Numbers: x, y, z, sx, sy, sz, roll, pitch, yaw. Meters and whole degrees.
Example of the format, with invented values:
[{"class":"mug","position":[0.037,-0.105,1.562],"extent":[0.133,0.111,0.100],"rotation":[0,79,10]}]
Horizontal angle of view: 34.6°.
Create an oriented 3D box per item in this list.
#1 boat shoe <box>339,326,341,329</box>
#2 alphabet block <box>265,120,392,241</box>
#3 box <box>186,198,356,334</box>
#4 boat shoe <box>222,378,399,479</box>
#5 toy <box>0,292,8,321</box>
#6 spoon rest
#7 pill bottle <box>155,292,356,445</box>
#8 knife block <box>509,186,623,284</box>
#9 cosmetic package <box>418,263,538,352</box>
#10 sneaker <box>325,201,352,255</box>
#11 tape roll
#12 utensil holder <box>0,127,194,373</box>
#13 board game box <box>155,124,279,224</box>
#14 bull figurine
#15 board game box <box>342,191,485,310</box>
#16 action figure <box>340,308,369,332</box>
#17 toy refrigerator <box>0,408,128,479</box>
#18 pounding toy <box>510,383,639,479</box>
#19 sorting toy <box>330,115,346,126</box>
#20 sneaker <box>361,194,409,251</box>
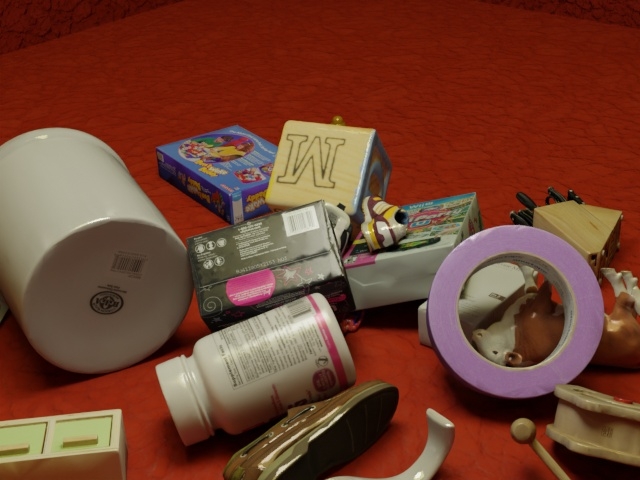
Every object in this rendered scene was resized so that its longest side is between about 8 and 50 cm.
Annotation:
[{"class":"boat shoe","position":[-0.026,0.184,1.767],"extent":[0.075,0.065,0.206],"rotation":[16,33,31]},{"class":"alphabet block","position":[0.021,-0.119,2.136],"extent":[0.197,0.192,0.193],"rotation":[8,71,18]},{"class":"box","position":[-0.083,0.057,1.755],"extent":[0.247,0.142,0.163],"rotation":[-16,59,2]},{"class":"boat shoe","position":[-0.011,0.283,1.530],"extent":[0.104,0.110,0.307],"rotation":[24,37,38]},{"class":"toy","position":[-0.662,0.118,1.921],"extent":[0.137,0.056,0.237],"rotation":[39,23,-18]},{"class":"spoon rest","position":[0.079,0.351,1.451],"extent":[0.276,0.084,0.137],"rotation":[-32,37,-22]},{"class":"pill bottle","position":[-0.101,0.204,1.599],"extent":[0.283,0.160,0.160],"rotation":[-21,31,-7]},{"class":"knife block","position":[0.476,-0.015,2.082],"extent":[0.242,0.088,0.276],"rotation":[11,31,25]},{"class":"cosmetic package","position":[0.286,0.118,1.848],"extent":[0.117,0.085,0.231],"rotation":[17,35,34]},{"class":"sneaker","position":[0.000,0.000,1.955],"extent":[0.094,0.153,0.235],"rotation":[29,-7,-5]},{"class":"tape roll","position":[0.309,0.117,1.652],"extent":[0.275,0.275,0.090],"rotation":[0,-10,4]},{"class":"utensil holder","position":[-0.438,0.016,1.856],"extent":[0.327,0.327,0.385],"rotation":[-15,33,-23]},{"class":"board game box","position":[-0.202,-0.163,2.423],"extent":[0.233,0.078,0.347],"rotation":[-20,33,-30]},{"class":"bull figurine","position":[0.408,0.135,1.738],"extent":[0.310,0.188,0.101],"rotation":[5,-3,-2]},{"class":"board game box","position":[0.178,0.017,1.942],"extent":[0.224,0.097,0.303],"rotation":[-11,16,19]},{"class":"action figure","position":[0.063,0.137,1.891],"extent":[0.038,0.030,0.115],"rotation":[14,34,19]},{"class":"toy refrigerator","position":[-0.425,0.321,1.510],"extent":[0.269,0.094,0.102],"rotation":[-5,28,-5]},{"class":"pounding toy","position":[0.408,0.303,1.507],"extent":[0.269,0.155,0.154],"rotation":[12,1,7]},{"class":"sorting toy","position":[0.046,-0.188,2.402],"extent":[0.127,0.126,0.365],"rotation":[-2,27,0]},{"class":"sneaker","position":[0.124,-0.038,1.892],"extent":[0.084,0.069,0.185],"rotation":[-17,25,12]}]
